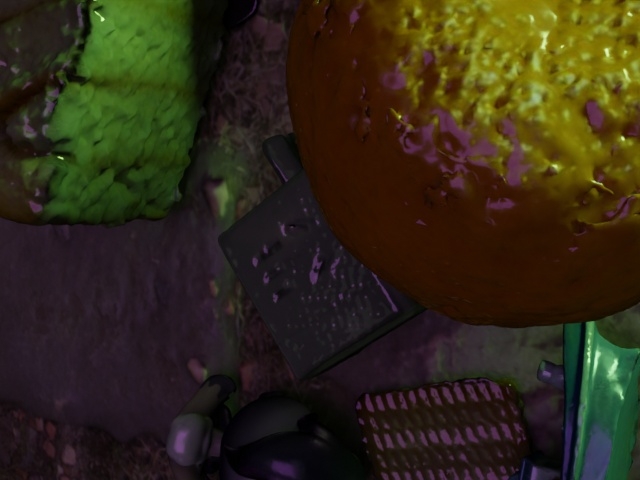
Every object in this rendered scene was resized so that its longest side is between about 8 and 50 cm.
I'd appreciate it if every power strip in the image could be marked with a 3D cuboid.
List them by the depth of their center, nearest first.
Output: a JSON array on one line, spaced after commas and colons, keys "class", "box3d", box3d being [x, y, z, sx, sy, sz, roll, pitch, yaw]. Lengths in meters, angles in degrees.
[{"class": "power strip", "box3d": [0.000, 0.000, 0.702, 0.140, 0.139, 0.224, -37, 79, 26]}]

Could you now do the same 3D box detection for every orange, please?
[{"class": "orange", "box3d": [0.144, -0.099, 0.539, 0.341, 0.293, 0.340, -1, 71, 2]}]

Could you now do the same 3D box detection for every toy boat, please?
[{"class": "toy boat", "box3d": [0.220, 0.185, 0.636, 0.098, 0.109, 0.237, 10, 92, 34]}]

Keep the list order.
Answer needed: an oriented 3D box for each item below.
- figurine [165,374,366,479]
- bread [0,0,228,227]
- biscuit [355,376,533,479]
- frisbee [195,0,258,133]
[{"class": "figurine", "box3d": [-0.061, 0.224, 0.759, 0.222, 0.145, 0.145, 6, 98, 26]}, {"class": "bread", "box3d": [-0.263, -0.223, 0.735, 0.264, 0.239, 0.394, 20, 103, 22]}, {"class": "biscuit", "box3d": [0.140, 0.266, 0.726, 0.172, 0.029, 0.254, -13, 90, 26]}, {"class": "frisbee", "box3d": [-0.167, -0.209, 0.831, 0.211, 0.012, 0.187, 6, 99, 24]}]
